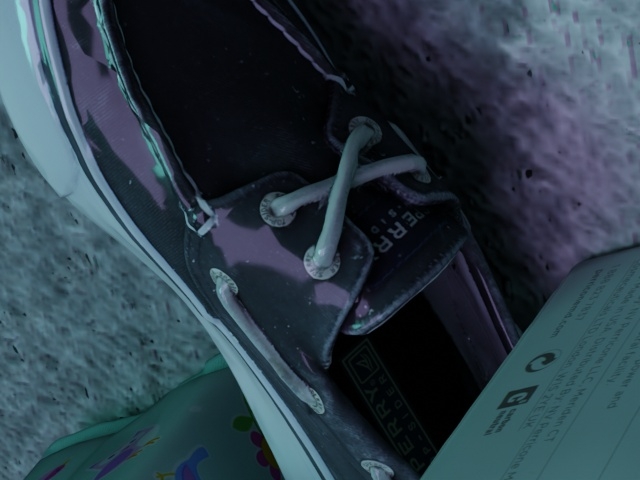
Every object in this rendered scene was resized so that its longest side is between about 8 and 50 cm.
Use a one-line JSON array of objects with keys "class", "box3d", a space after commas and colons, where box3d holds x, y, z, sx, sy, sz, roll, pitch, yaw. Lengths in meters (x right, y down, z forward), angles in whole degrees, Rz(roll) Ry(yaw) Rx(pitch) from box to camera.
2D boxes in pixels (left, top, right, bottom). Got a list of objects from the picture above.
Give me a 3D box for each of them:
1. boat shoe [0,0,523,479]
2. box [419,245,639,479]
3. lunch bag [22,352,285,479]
[{"class": "boat shoe", "box3d": [0.000, 0.000, 0.608, 0.102, 0.108, 0.301, 0, 124, 53]}, {"class": "box", "box3d": [0.227, 0.097, 0.501, 0.345, 0.168, 0.215, -17, 110, 39]}, {"class": "lunch bag", "box3d": [-0.036, 0.212, 0.709, 0.160, 0.223, 0.262, -29, 102, 32]}]
